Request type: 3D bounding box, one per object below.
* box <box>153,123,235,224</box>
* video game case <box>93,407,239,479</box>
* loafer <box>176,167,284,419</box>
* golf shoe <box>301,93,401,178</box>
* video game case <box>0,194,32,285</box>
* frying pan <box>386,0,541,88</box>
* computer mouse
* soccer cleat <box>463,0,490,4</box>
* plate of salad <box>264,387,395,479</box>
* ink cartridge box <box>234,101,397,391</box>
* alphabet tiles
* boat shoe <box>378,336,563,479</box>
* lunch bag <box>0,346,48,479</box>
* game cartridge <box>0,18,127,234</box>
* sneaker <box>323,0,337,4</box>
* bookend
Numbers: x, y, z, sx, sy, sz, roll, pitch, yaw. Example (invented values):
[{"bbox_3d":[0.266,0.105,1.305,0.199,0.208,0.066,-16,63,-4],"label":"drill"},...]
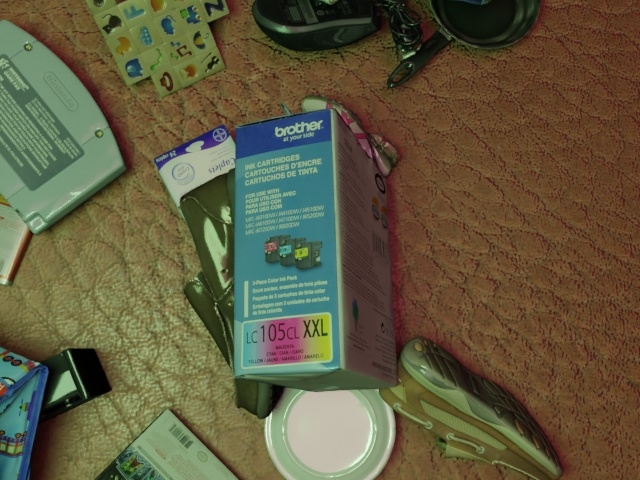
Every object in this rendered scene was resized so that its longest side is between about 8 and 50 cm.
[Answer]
[{"bbox_3d":[-0.172,-0.089,1.084,0.126,0.072,0.137,-29,86,-9],"label":"box"},{"bbox_3d":[-0.208,0.388,0.968,0.232,0.042,0.210,44,45,1],"label":"video game case"},{"bbox_3d":[-0.128,0.080,1.015,0.130,0.134,0.365,-7,91,11],"label":"loafer"},{"bbox_3d":[0.038,-0.163,1.121,0.186,0.067,0.086,38,81,0],"label":"golf shoe"},{"bbox_3d":[-0.524,-0.095,1.070,0.204,0.025,0.285,19,80,-3],"label":"video game case"},{"bbox_3d":[0.257,-0.361,1.183,0.197,0.053,0.326,23,81,-1],"label":"frying pan"},{"bbox_3d":[0.021,-0.360,1.141,0.272,0.072,0.188,-6,57,-12],"label":"computer mouse"},{"bbox_3d":[0.166,-0.461,1.129,0.289,0.093,0.121,24,62,19],"label":"soccer cleat"},{"bbox_3d":[0.014,0.286,1.057,0.200,0.048,0.199,0,80,1],"label":"plate of salad"},{"bbox_3d":[0.000,0.000,0.960,0.151,0.270,0.395,-6,72,19],"label":"ink cartridge box"},{"bbox_3d":[-0.244,-0.352,1.074,0.198,0.009,0.237,-28,125,-10],"label":"alphabet tiles"},{"bbox_3d":[0.229,0.277,1.061,0.324,0.123,0.116,37,109,-8],"label":"boat shoe"},{"bbox_3d":[-0.493,0.276,0.903,0.221,0.138,0.293,19,112,19],"label":"lunch bag"},{"bbox_3d":[-0.443,-0.180,1.053,0.198,0.062,0.297,-38,87,-15],"label":"game cartridge"},{"bbox_3d":[0.025,-0.506,1.132,0.169,0.108,0.292,24,71,7],"label":"sneaker"},{"bbox_3d":[-0.393,0.215,0.969,0.156,0.157,0.072,-24,84,-10],"label":"bookend"}]
